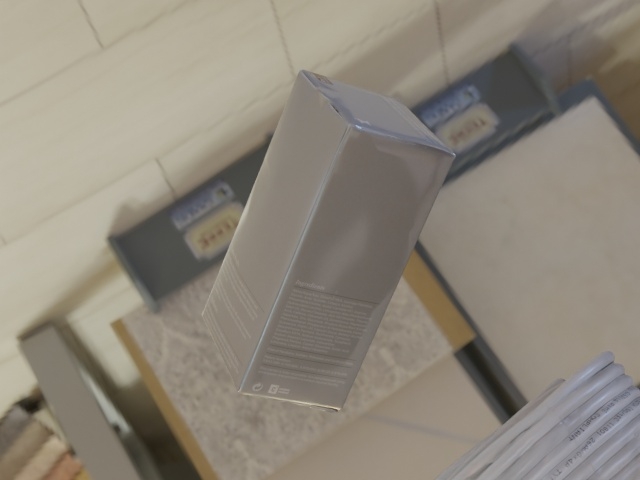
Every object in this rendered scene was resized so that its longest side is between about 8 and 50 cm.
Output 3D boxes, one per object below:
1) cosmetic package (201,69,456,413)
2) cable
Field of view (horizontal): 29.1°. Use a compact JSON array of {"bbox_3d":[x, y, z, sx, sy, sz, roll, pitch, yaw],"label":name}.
[{"bbox_3d":[0.000,0.000,0.975,0.107,0.127,0.238,16,112,-27],"label":"cosmetic package"},{"bbox_3d":[0.119,0.185,0.802,0.257,0.089,0.257,-32,161,-33],"label":"cable"}]
